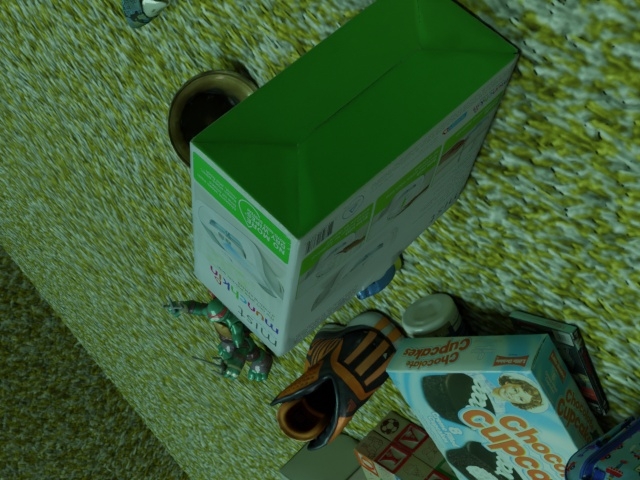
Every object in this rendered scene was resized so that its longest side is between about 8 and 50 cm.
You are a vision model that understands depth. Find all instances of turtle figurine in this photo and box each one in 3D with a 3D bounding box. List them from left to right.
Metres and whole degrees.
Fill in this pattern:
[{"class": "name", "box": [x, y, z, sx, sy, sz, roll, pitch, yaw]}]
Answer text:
[{"class": "turtle figurine", "box": [-0.162, 0.155, 1.705, 0.175, 0.118, 0.234, 51, 177, 32]}]

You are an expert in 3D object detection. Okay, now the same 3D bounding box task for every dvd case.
[{"class": "dvd case", "box": [0.255, 0.130, 1.079, 0.087, 0.013, 0.119, 14, 140, 52]}]

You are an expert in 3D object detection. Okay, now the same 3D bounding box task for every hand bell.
[{"class": "hand bell", "box": [-0.160, -0.154, 1.285, 0.126, 0.126, 0.242, 57, 168, -19]}]

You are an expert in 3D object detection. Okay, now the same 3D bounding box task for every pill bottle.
[{"class": "pill bottle", "box": [0.148, 0.127, 1.188, 0.067, 0.067, 0.120, 11, 137, 54]}]

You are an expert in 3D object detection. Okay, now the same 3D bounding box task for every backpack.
[{"class": "backpack", "box": [0.312, 0.231, 0.973, 0.117, 0.158, 0.173, 65, 164, -15]}]

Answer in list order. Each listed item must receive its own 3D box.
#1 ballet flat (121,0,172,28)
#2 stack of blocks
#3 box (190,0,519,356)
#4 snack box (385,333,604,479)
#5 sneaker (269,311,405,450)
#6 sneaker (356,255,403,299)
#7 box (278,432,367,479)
[{"class": "ballet flat", "box": [-0.193, -0.298, 1.141, 0.070, 0.070, 0.188, 41, 159, 17]}, {"class": "stack of blocks", "box": [0.175, 0.417, 1.555, 0.171, 0.087, 0.297, 25, 147, 43]}, {"class": "box", "box": [0.024, -0.058, 0.882, 0.127, 0.262, 0.231, 42, 157, 15]}, {"class": "snack box", "box": [0.229, 0.236, 1.140, 0.187, 0.060, 0.322, -7, 127, 42]}, {"class": "sneaker", "box": [-0.002, 0.209, 1.428, 0.124, 0.180, 0.321, 46, 156, 6]}, {"class": "sneaker", "box": [0.000, 0.000, 1.236, 0.209, 0.082, 0.069, 35, 155, 32]}, {"class": "box", "box": [0.054, 0.467, 1.789, 0.148, 0.127, 0.232, 15, 140, 52]}]
